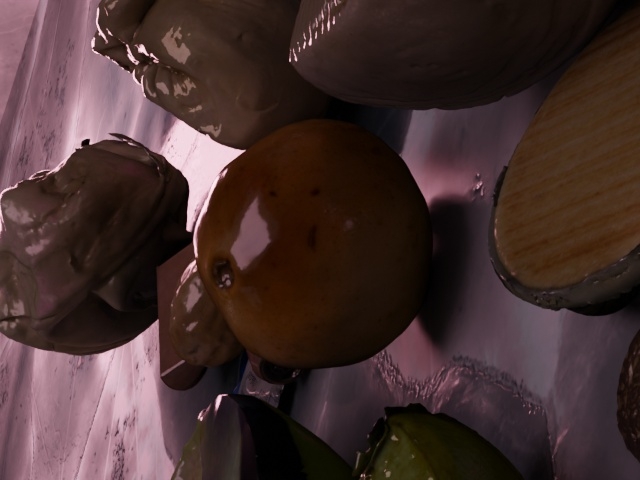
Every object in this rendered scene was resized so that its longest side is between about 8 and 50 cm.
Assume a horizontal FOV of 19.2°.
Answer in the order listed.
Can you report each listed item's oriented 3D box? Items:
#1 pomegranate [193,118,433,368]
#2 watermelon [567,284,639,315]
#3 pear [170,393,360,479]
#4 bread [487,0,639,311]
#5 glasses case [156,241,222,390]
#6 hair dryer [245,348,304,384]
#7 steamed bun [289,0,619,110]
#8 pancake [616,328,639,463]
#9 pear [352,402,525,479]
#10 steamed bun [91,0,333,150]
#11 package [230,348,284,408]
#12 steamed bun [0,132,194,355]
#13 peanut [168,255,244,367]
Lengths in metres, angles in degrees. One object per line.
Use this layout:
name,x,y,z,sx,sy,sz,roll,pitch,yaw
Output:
pomegranate,-0.007,0.002,1.692,0.233,0.233,0.233,-170,90,-70
watermelon,0.192,0.014,1.352,0.111,0.078,0.078,-140,62,-66
pear,-0.037,0.341,1.683,0.399,0.165,0.399,-170,90,-70
bread,0.213,-0.067,1.274,0.267,0.040,0.267,-43,25,27
glasses case,-0.135,0.086,2.254,0.102,0.070,0.193,-35,39,24
hair dryer,-0.027,0.051,1.968,0.181,0.064,0.117,-64,25,25
steamed bun,0.127,-0.242,1.411,0.383,0.236,0.247,116,166,-63
pancake,0.233,0.098,1.290,0.115,0.011,0.115,-170,90,-70
pear,0.107,0.273,1.347,0.238,0.164,0.255,-67,27,6
steamed bun,-0.097,-0.231,2.028,0.203,0.276,0.289,-63,-2,12
package,-0.080,0.204,2.078,0.173,0.027,0.171,-126,48,-69
steamed bun,-0.265,0.025,2.410,0.207,0.268,0.280,32,125,35
peanut,-0.095,0.030,2.083,0.117,0.101,0.263,59,134,37
